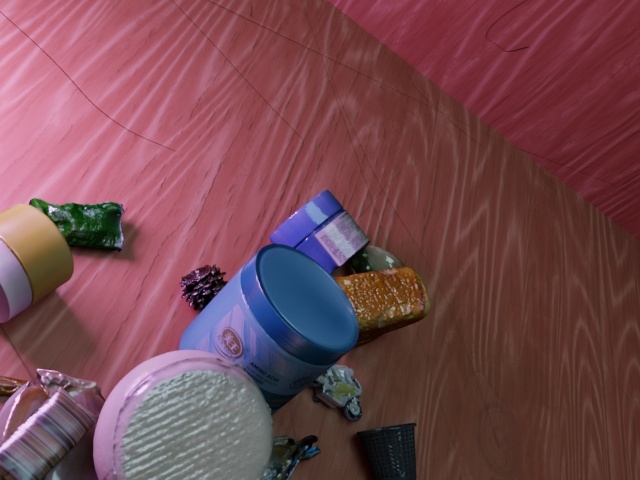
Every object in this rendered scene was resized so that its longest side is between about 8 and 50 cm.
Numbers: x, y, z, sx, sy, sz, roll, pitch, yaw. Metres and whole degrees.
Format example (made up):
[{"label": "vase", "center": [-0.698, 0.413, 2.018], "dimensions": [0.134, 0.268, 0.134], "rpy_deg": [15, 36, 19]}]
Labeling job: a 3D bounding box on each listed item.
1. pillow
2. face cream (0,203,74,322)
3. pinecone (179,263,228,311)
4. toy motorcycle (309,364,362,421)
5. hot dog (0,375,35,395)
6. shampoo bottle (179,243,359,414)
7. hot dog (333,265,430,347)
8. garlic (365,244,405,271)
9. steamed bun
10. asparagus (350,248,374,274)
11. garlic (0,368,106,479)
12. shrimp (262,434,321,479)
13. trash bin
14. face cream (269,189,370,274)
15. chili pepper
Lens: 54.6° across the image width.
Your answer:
[{"label": "pillow", "center": [-0.551, 0.396, 1.235], "dimensions": [0.113, 0.038, 0.203], "rpy_deg": [42, 43, -1]}, {"label": "face cream", "center": [-0.705, 0.049, 1.409], "dimensions": [0.218, 0.218, 0.179], "rpy_deg": [47, 44, -1]}, {"label": "pinecone", "center": [-0.318, 0.134, 1.713], "dimensions": [0.140, 0.140, 0.121], "rpy_deg": [-31, 108, -45]}, {"label": "toy motorcycle", "center": [0.049, 0.423, 1.828], "dimensions": [0.228, 0.074, 0.151], "rpy_deg": [42, 45, -9]}, {"label": "hot dog", "center": [-0.702, 0.319, 1.367], "dimensions": [0.137, 0.028, 0.044], "rpy_deg": [21, 58, -26]}, {"label": "shampoo bottle", "center": [-0.136, 0.239, 1.570], "dimensions": [0.331, 0.342, 0.331], "rpy_deg": [35, 28, -22]}, {"label": "hot dog", "center": [0.134, 0.213, 1.929], "dimensions": [0.404, 0.223, 0.185], "rpy_deg": [-7, 64, -31]}, {"label": "garlic", "center": [0.214, 0.085, 2.153], "dimensions": [0.206, 0.115, 0.128], "rpy_deg": [42, 51, -2]}, {"label": "steamed bun", "center": [-0.299, 0.421, 1.330], "dimensions": [0.374, 0.241, 0.375], "rpy_deg": [7, 77, -33]}, {"label": "asparagus", "center": [0.122, 0.046, 2.113], "dimensions": [0.080, 0.080, 0.287], "rpy_deg": [12, 39, -31]}, {"label": "garlic", "center": [-0.554, 0.441, 1.318], "dimensions": [0.278, 0.132, 0.325], "rpy_deg": [20, 53, -26]}, {"label": "shrimp", "center": [-0.148, 0.614, 1.515], "dimensions": [0.445, 0.109, 0.221], "rpy_deg": [-27, 91, -46]}, {"label": "trash bin", "center": [0.203, 0.613, 1.766], "dimensions": [0.175, 0.175, 0.161], "rpy_deg": [0, 72, -37]}, {"label": "face cream", "center": [0.000, 0.000, 1.952], "dimensions": [0.225, 0.249, 0.249], "rpy_deg": [50, 45, 3]}, {"label": "chili pepper", "center": [-0.651, -0.048, 1.607], "dimensions": [0.270, 0.099, 0.136], "rpy_deg": [8, 82, -40]}]
